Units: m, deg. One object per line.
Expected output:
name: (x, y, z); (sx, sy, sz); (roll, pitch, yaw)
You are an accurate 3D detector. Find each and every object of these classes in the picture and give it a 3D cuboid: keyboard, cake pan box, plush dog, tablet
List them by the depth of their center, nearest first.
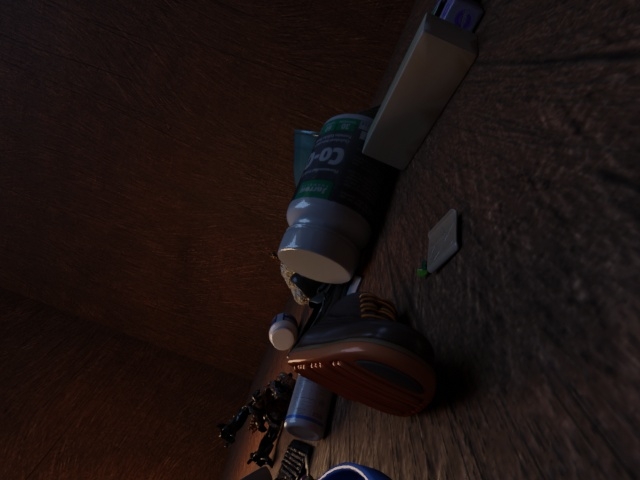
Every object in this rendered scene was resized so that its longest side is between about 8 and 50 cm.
keyboard: (-0.063, 0.426, 0.771); (0.192, 0.038, 0.100); (119, 172, -63)
cake pan box: (0.249, -0.413, 0.897); (0.246, 0.070, 0.267); (-76, 9, -48)
tablet: (0.073, 0.102, 0.897); (0.083, 0.006, 0.054); (176, 116, -85)
plush dog: (-0.038, 0.064, 1.468); (0.225, 0.210, 0.263); (-31, 29, 35)

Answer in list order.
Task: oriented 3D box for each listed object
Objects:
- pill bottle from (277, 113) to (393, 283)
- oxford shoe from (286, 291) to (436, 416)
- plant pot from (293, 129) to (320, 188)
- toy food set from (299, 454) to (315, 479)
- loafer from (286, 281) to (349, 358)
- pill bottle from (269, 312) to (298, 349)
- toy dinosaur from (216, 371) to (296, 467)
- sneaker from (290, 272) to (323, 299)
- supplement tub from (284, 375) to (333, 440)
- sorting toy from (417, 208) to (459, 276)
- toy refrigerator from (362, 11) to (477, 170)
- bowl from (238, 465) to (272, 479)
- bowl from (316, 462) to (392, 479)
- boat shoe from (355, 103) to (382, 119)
pill bottle: (0.042, -0.096, 0.958); (0.204, 0.204, 0.361); (122, 169, -66)
oxford shoe: (0.041, 0.112, 0.483); (0.133, 0.129, 0.364); (-63, 3, -19)
plant pot: (0.036, -0.191, 1.253); (0.272, 0.271, 0.256); (-87, 5, -77)
toy food set: (-0.025, 0.392, 0.607); (0.078, 0.019, 0.122); (156, 129, -84)
loafer: (0.000, 0.167, 0.947); (0.096, 0.084, 0.268); (118, 173, -56)
pill bottle: (-0.143, 0.356, 1.591); (0.187, 0.111, 0.112); (-124, 56, -85)
toy dinosaur: (-0.146, 0.479, 1.117); (0.218, 0.164, 0.322); (-52, -27, -44)
sneaker: (0.004, 0.103, 1.112); (0.106, 0.101, 0.267); (-48, -11, 1)
supplement tub: (-0.016, 0.277, 0.703); (0.071, 0.071, 0.107); (117, 174, -47)
sorting toy: (0.140, 0.009, 0.490); (0.083, 0.012, 0.062); (122, 165, -48)
toy refrigerator: (0.183, -0.276, 0.795); (0.270, 0.102, 0.094); (116, 174, -50)
bowl: (-0.166, 0.575, 0.886); (0.142, 0.053, 0.142); (5, -67, -55)
bowl: (-0.003, 0.338, 0.211); (0.391, 0.077, 0.391); (-158, 90, -86)
boat shoe: (0.143, -0.317, 1.110); (0.227, 0.081, 0.068); (-34, 6, -27)
